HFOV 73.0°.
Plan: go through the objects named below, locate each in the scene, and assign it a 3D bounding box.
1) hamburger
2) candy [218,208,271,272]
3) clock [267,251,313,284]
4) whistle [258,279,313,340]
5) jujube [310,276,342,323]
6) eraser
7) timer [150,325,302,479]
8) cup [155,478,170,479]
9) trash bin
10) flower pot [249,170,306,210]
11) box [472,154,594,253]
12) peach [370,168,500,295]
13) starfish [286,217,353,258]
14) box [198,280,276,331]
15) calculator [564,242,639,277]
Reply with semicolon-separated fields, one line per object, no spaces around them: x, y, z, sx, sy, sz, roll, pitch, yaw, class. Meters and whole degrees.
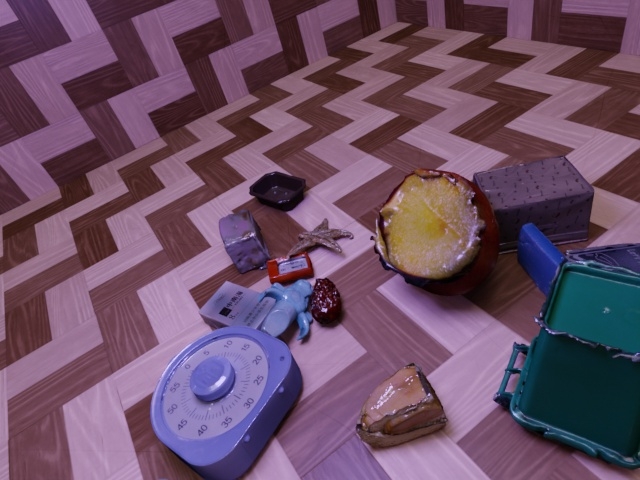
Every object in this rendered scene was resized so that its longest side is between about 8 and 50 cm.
0.185;0.407;1.044;0.208;0.135;0.155;-34;24;3;hamburger
-0.281;0.006;1.615;0.137;0.184;0.195;-25;45;-1;candy
-0.105;0.103;1.522;0.155;0.061;0.113;-15;32;-2;clock
-0.102;0.209;1.343;0.093;0.186;0.274;-42;5;35;whistle
0.020;0.189;1.353;0.104;0.104;0.165;-6;38;14;jujube
0.641;0.095;1.189;0.043;0.144;0.311;-16;40;-1;eraser
-0.276;0.400;1.164;0.396;0.173;0.394;-11;42;10;timer
-0.344;0.608;0.977;0.120;0.141;0.120;-11;38;9;cup
0.534;0.237;0.885;0.295;0.380;0.259;15;49;33;trash bin
-0.179;-0.205;1.881;0.251;0.084;0.179;21;53;36;flower pot
0.669;-0.116;1.387;0.298;0.190;0.225;-9;39;10;box
0.351;-0.024;1.260;0.353;0.339;0.416;35;24;-2;peach
0.000;-0.005;1.587;0.232;0.047;0.295;9;31;32;starfish
-0.262;0.234;1.428;0.243;0.067;0.155;15;48;33;box
0.854;0.071;1.230;0.275;0.028;0.165;-7;38;10;calculator
